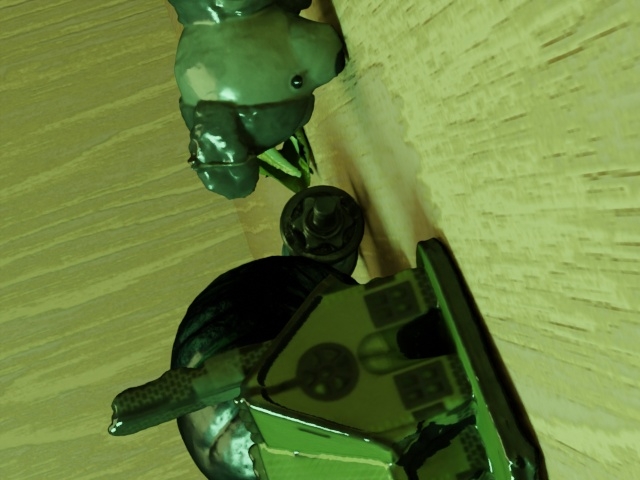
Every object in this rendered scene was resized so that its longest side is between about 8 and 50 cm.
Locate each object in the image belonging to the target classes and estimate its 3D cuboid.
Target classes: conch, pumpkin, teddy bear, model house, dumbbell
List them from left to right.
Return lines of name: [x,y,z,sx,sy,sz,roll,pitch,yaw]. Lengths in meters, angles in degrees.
teddy bear: [-0.055,-0.178,1.177,0.171,0.144,0.251,-73,-30,-64]
conch: [-0.065,-0.125,1.630,0.200,0.079,0.095,32,131,53]
model house: [-0.004,0.160,1.058,0.205,0.278,0.218,79,171,-62]
dumbbell: [0.000,0.000,1.408,0.254,0.081,0.082,98,152,-75]
pumpkin: [0.001,0.112,1.272,0.248,0.248,0.248,161,90,-84]
